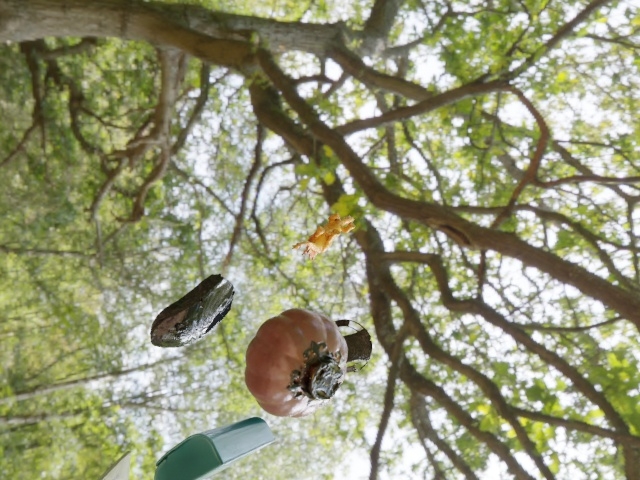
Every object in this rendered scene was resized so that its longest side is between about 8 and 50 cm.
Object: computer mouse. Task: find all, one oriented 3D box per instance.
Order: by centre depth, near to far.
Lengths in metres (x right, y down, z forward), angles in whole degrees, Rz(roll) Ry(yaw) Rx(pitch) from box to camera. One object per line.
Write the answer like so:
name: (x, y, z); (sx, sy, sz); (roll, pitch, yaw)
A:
computer mouse: (-0.271, 0.165, 1.434); (0.073, 0.217, 0.122); (33, -36, 27)

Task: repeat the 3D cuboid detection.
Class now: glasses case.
glasses case: (-0.178, 0.362, 1.133); (0.070, 0.117, 0.301); (60, 4, 13)

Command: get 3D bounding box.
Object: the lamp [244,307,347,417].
lamp: (-0.051, 0.333, 1.754); (0.239, 0.305, 0.306); (18, -70, 48)

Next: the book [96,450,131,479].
book: (-0.425, 0.543, 1.304); (0.013, 0.168, 0.192); (9, -79, 10)

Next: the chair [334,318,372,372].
chair: (0.045, 0.343, 2.070); (0.149, 0.213, 0.174); (-2, -84, 59)

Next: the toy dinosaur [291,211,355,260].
toy dinosaur: (0.000, 0.000, 1.757); (0.070, 0.288, 0.117); (46, -48, 10)
